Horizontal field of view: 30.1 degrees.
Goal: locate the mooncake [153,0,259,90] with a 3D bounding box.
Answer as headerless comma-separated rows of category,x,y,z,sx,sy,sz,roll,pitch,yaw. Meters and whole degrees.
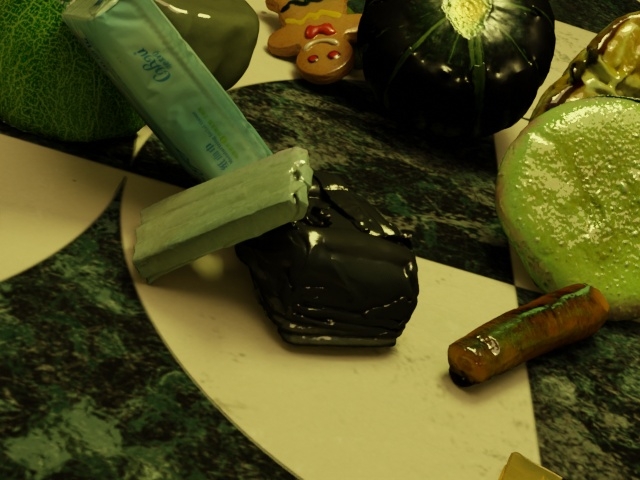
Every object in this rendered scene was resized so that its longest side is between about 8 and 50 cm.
mooncake,-0.213,-0.290,1.591,0.275,0.135,0.275,20,17,-6

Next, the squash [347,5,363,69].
squash,0.025,-0.351,1.916,0.066,0.066,0.252,-2,38,-31

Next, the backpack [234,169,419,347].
backpack,0.000,0.000,1.337,0.206,0.133,0.258,8,27,-26

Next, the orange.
orange,0.429,-0.138,1.655,0.271,0.210,0.368,39,76,2

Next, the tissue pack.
tissue pack,-0.175,-0.173,1.356,0.263,0.089,0.177,50,-9,-24

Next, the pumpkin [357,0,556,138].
pumpkin,0.196,-0.282,1.769,0.296,0.296,0.296,15,33,-10

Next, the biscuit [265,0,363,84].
biscuit,-0.003,-0.330,1.831,0.165,0.036,0.250,-10,46,3

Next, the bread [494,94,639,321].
bread,0.372,-0.047,1.507,0.301,0.045,0.301,1,78,-6

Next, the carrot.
carrot,0.240,0.107,1.359,0.260,0.070,0.070,-18,48,-43

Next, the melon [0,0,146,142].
melon,-0.337,-0.233,1.441,0.265,0.169,0.129,26,34,11

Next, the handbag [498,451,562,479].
handbag,0.202,0.247,1.162,0.061,0.027,0.083,26,32,10

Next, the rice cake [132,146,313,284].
rice cake,-0.103,-0.031,1.267,0.038,0.211,0.124,57,17,-30
